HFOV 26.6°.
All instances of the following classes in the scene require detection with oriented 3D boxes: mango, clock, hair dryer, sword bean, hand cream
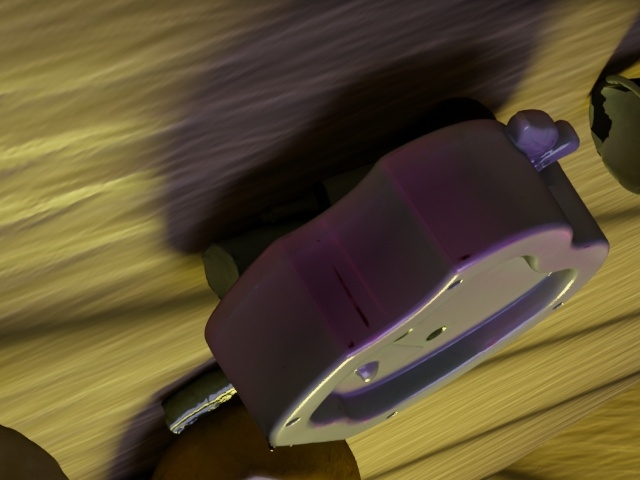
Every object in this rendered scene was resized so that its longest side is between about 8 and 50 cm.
[{"bbox_3d":[-0.082,0.278,1.470,0.253,0.182,0.365,-28,149,-7],"label":"mango"},{"bbox_3d":[0.082,0.034,1.053,0.339,0.102,0.338,-29,162,-10],"label":"clock"},{"bbox_3d":[0.042,-0.046,1.064,0.198,0.057,0.100,-18,157,-17],"label":"hair dryer"},{"bbox_3d":[-0.036,0.097,1.291,0.269,0.038,0.043,-34,-174,2],"label":"sword bean"},{"bbox_3d":[0.000,0.000,1.086,0.205,0.050,0.078,-18,-166,-37],"label":"hand cream"}]

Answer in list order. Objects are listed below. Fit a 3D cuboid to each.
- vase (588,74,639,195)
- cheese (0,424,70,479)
[{"bbox_3d":[0.429,-0.154,1.258,0.360,0.165,0.165,-23,159,-19],"label":"vase"},{"bbox_3d":[-0.300,0.221,0.955,0.248,0.173,0.251,-2,143,-42],"label":"cheese"}]
